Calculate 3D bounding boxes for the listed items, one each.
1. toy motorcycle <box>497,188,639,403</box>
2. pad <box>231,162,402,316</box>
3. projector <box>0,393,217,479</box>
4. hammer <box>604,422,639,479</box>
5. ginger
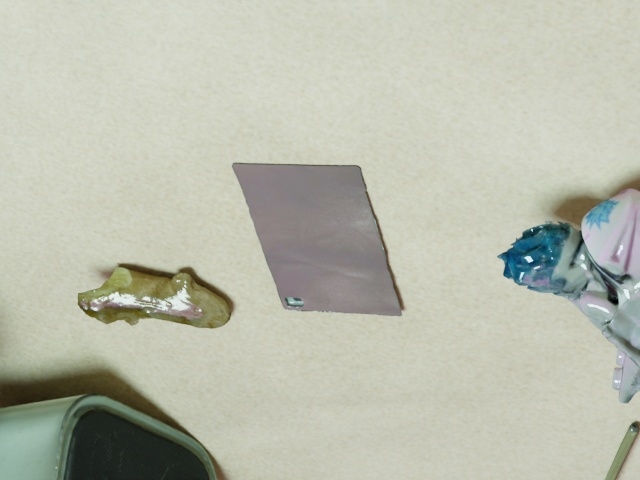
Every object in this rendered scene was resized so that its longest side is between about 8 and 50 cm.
[{"bbox_3d":[0.238,0.038,1.426,0.204,0.108,0.239,6,119,6],"label":"toy motorcycle"},{"bbox_3d":[0.000,0.000,1.549,0.113,0.006,0.188,3,139,20],"label":"pad"},{"bbox_3d":[-0.275,0.305,1.813,0.249,0.248,0.248,-11,152,32],"label":"projector"},{"bbox_3d":[0.262,0.223,1.715,0.060,0.028,0.195,20,140,8],"label":"hammer"},{"bbox_3d":[-0.148,0.052,1.644,0.137,0.044,0.057,5,98,3],"label":"ginger"}]
